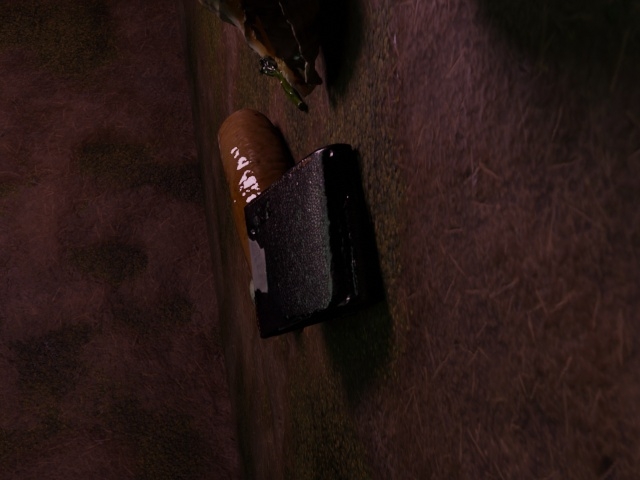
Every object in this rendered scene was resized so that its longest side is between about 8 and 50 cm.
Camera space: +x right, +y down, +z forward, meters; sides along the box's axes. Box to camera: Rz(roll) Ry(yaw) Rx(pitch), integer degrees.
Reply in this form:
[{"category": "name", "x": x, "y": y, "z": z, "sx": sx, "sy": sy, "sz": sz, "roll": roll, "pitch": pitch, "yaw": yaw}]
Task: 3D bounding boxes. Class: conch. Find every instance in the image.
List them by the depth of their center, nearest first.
[{"category": "conch", "x": -0.064, "y": -0.355, "z": 0.980, "sx": 0.291, "sy": 0.159, "sz": 0.210, "roll": 48, "pitch": 158, "yaw": -10}]

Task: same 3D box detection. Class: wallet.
[{"category": "wallet", "x": -0.029, "y": 0.010, "z": 0.993, "sx": 0.262, "sy": 0.072, "sz": 0.220, "roll": -27, "pitch": 69, "yaw": 53}]

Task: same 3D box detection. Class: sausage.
[{"category": "sausage", "x": -0.095, "y": -0.064, "z": 1.239, "sx": 0.136, "sy": 0.123, "sz": 0.500, "roll": 94, "pitch": 162, "yaw": -48}]

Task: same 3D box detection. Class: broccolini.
[{"category": "broccolini", "x": -0.061, "y": -0.278, "z": 1.228, "sx": 0.218, "sy": 0.042, "sz": 0.044, "roll": -126, "pitch": 34, "yaw": -51}]

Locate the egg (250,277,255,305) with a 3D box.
[{"category": "egg", "x": -0.092, "y": 0.099, "z": 1.354, "sx": 0.085, "sy": 0.085, "sz": 0.110, "roll": -123, "pitch": 32, "yaw": -60}]
